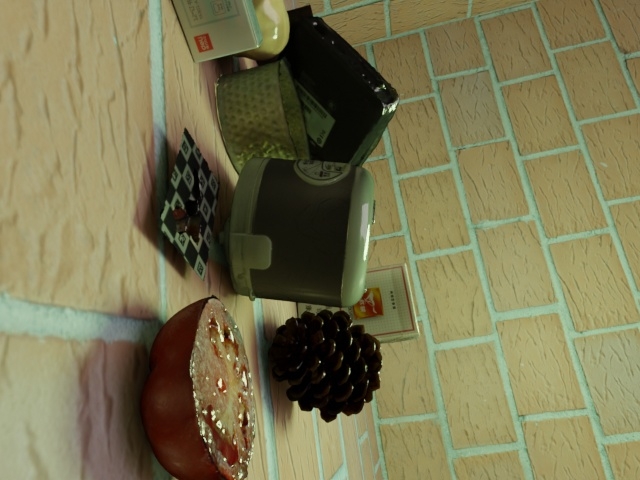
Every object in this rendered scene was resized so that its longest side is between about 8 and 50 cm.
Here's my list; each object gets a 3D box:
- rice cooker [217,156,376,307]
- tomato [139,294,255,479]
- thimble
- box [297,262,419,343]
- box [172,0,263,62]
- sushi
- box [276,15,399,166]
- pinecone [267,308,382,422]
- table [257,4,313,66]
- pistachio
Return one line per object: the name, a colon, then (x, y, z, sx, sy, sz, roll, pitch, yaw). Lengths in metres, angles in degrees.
rice cooker: (-0.039, -0.020, 0.875, 0.288, 0.277, 0.288, 7, 90, -84)
tomato: (-0.146, 0.183, 0.562, 0.225, 0.085, 0.224, -14, 90, -83)
thimble: (-0.121, -0.272, 1.063, 0.271, 0.150, 0.270, -11, 90, -82)
box: (0.104, 0.199, 1.332, 0.095, 0.331, 0.210, 60, 21, -66)
box: (-0.204, -0.474, 0.829, 0.079, 0.135, 0.269, -87, 163, -57)
sushi: (-0.201, -0.055, 0.685, 0.139, 0.031, 0.200, 69, 16, -51)
box: (0.000, -0.340, 1.193, 0.359, 0.091, 0.350, 49, -42, 14)
pinecone: (0.000, 0.267, 1.020, 0.292, 0.247, 0.246, 38, 38, -47)
table: (-0.099, -0.610, 1.480, 0.172, 0.193, 0.169, 66, 16, -58)
pistachio: (-0.153, -0.505, 1.029, 0.299, 0.188, 0.187, -103, 177, -59)
